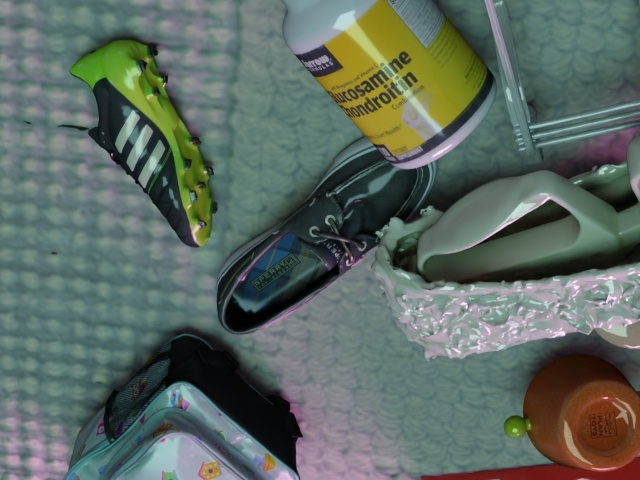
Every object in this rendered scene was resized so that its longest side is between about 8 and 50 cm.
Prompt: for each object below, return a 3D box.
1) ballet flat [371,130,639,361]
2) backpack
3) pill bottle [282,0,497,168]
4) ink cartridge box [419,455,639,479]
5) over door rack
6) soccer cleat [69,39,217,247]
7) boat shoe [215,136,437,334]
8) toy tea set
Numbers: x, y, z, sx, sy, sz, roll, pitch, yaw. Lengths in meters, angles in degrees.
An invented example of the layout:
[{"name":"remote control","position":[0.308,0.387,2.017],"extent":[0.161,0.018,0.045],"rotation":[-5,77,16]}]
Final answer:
[{"name":"ballet flat","position":[0.216,-0.009,1.140],"extent":[0.409,0.147,0.147],"rotation":[-19,117,26]},{"name":"backpack","position":[-0.127,0.202,1.335],"extent":[0.188,0.144,0.166],"rotation":[-36,116,26]},{"name":"pill bottle","position":[0.038,-0.148,1.136],"extent":[0.103,0.103,0.184],"rotation":[-34,111,22]},{"name":"ink cartridge box","position":[0.230,0.305,1.298],"extent":[0.296,0.261,0.066],"rotation":[-7,158,10]},{"name":"over door rack","position":[0.219,-0.203,1.068],"extent":[0.239,0.108,0.324],"rotation":[-12,139,12]},{"name":"soccer cleat","position":[-0.137,-0.073,1.229],"extent":[0.072,0.060,0.179],"rotation":[-13,112,24]},{"name":"boat shoe","position":[0.000,0.000,1.241],"extent":[0.228,0.076,0.080],"rotation":[-34,111,22]},{"name":"toy tea set","position":[0.324,0.137,1.290],"extent":[0.336,0.124,0.200],"rotation":[26,90,-6]}]
